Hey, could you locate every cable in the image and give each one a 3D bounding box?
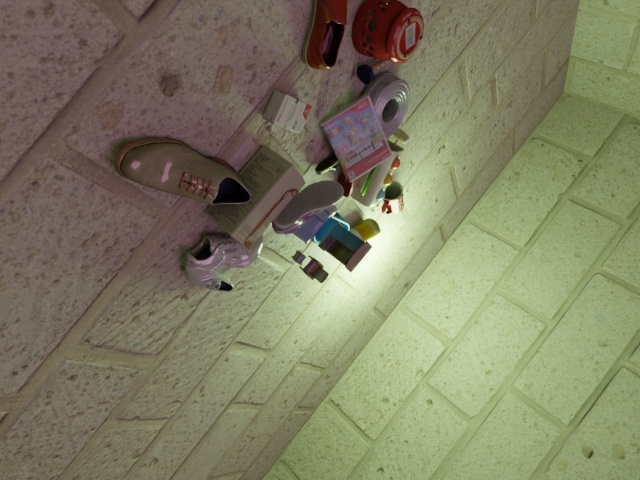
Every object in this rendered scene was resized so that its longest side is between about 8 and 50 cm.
[{"bbox_3d":[0.248,-0.521,1.698,0.257,0.089,0.257,-35,145,-27],"label":"cable"}]

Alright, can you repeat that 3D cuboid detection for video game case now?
[{"bbox_3d":[0.142,-0.378,1.630,0.204,0.025,0.285,-32,131,1],"label":"video game case"}]

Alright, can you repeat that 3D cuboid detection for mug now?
[{"bbox_3d":[0.348,-0.200,2.157,0.150,0.113,0.169,-36,153,-1],"label":"mug"}]

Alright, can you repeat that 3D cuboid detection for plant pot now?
[{"bbox_3d":[0.226,-0.688,1.420,0.191,0.174,0.191,-32,144,-27],"label":"plant pot"}]

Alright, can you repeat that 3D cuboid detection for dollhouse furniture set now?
[{"bbox_3d":[0.000,0.000,1.666,0.286,0.198,0.303,-50,135,-2],"label":"dollhouse furniture set"}]

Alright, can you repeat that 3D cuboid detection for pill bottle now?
[{"bbox_3d":[0.187,-0.020,2.097,0.209,0.118,0.117,-30,142,-34],"label":"pill bottle"}]

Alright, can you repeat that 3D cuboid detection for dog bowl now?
[{"bbox_3d":[0.028,-0.050,1.894,0.165,0.074,0.297,-58,150,7],"label":"dog bowl"}]

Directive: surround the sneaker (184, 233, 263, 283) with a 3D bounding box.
[{"bbox_3d":[-0.318,0.033,1.464,0.305,0.114,0.152,-31,145,-33],"label":"sneaker"}]

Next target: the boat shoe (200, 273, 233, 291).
[{"bbox_3d":[-0.383,0.152,1.550,0.066,0.063,0.184,-52,150,-1],"label":"boat shoe"}]

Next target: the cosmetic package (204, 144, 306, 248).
[{"bbox_3d":[-0.209,-0.141,1.406,0.296,0.153,0.129,-49,151,-4],"label":"cosmetic package"}]

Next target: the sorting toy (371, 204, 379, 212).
[{"bbox_3d":[0.282,-0.177,2.168,0.062,0.012,0.083,-11,129,-49],"label":"sorting toy"}]

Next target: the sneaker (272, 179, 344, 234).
[{"bbox_3d":[-0.052,-0.114,1.546,0.282,0.102,0.161,-27,167,-15],"label":"sneaker"}]

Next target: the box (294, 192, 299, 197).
[{"bbox_3d":[-0.135,-0.158,1.599,0.114,0.036,0.207,-45,149,-13],"label":"box"}]

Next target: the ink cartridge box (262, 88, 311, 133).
[{"bbox_3d":[-0.104,-0.407,1.366,0.135,0.056,0.099,4,117,-55],"label":"ink cartridge box"}]

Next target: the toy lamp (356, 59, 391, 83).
[{"bbox_3d":[0.254,-0.662,1.574,0.275,0.080,0.080,-40,147,-22],"label":"toy lamp"}]

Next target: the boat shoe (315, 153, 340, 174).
[{"bbox_3d":[0.042,-0.293,1.682,0.152,0.056,0.049,-37,141,-26],"label":"boat shoe"}]

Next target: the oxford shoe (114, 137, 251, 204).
[{"bbox_3d":[-0.349,-0.177,1.178,0.397,0.147,0.140,0,122,-53],"label":"oxford shoe"}]

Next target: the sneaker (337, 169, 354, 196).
[{"bbox_3d":[0.146,-0.290,1.800,0.128,0.087,0.221,-29,143,-33],"label":"sneaker"}]

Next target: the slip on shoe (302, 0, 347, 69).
[{"bbox_3d":[0.037,-0.664,1.257,0.123,0.101,0.331,-14,131,-45],"label":"slip on shoe"}]

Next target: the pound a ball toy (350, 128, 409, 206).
[{"bbox_3d":[0.284,-0.315,1.889,0.208,0.136,0.319,-23,143,-52],"label":"pound a ball toy"}]
